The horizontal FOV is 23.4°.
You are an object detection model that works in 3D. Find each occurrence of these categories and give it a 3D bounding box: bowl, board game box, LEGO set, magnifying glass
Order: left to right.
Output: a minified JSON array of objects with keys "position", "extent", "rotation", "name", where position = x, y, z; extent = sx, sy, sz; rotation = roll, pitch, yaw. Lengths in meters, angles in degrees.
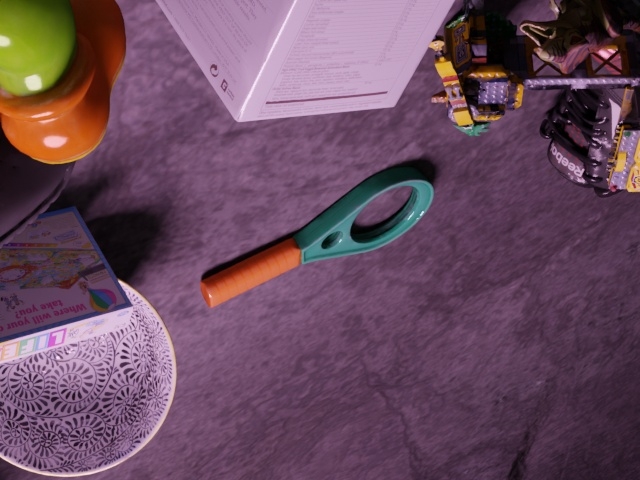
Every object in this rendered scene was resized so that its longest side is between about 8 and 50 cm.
[{"position":[-0.226,0.036,1.111],"extent":[0.154,0.103,0.026],"rotation":[-15,146,-31],"name":"board game box"},{"position":[-0.199,0.093,1.221],"extent":[0.170,0.170,0.080],"rotation":[-36,-166,3],"name":"bowl"},{"position":[0.000,0.000,1.372],"extent":[0.231,0.026,0.092],"rotation":[-24,150,-17],"name":"magnifying glass"},{"position":[0.201,-0.147,1.106],"extent":[0.254,0.192,0.331],"rotation":[5,146,-7],"name":"LEGO set"}]

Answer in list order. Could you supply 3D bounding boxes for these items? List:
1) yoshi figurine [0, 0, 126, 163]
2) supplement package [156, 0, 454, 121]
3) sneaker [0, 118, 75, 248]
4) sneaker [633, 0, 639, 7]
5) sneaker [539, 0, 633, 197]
[{"position":[-0.221,-0.177,0.704],"extent":[0.203,0.203,0.362],"rotation":[-49,155,-8],"name":"yoshi figurine"},{"position":[0.014,-0.210,0.957],"extent":[0.139,0.134,0.244],"rotation":[-9,142,-38],"name":"supplement package"},{"position":[-0.292,-0.047,0.900],"extent":[0.330,0.122,0.146],"rotation":[-19,150,-27],"name":"sneaker"},{"position":[0.297,-0.226,1.267],"extent":[0.094,0.091,0.258],"rotation":[-41,150,12],"name":"sneaker"},{"position":[0.258,-0.116,1.385],"extent":[0.135,0.098,0.276],"rotation":[-39,152,3],"name":"sneaker"}]
